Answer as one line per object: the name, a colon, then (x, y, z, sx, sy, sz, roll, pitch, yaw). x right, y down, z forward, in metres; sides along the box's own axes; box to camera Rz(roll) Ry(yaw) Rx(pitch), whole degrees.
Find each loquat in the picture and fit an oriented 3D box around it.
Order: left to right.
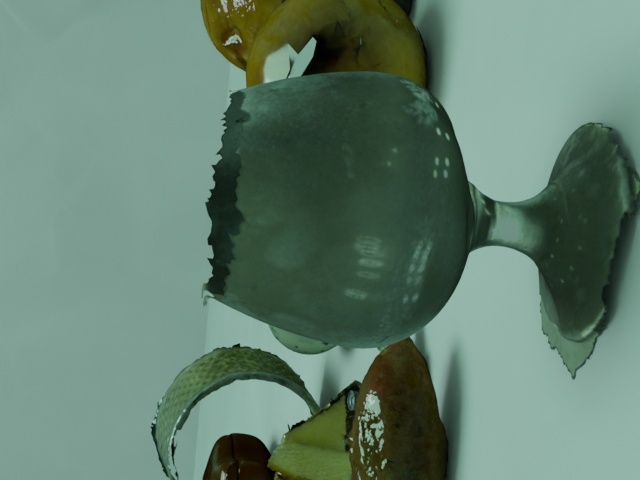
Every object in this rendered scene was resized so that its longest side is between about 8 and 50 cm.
loquat: (-0.045, -0.390, 2.014, 0.276, 0.276, 0.284, 110, 178, -51)
loquat: (0.023, -0.216, 1.645, 0.235, 0.235, 0.235, -174, 90, -79)

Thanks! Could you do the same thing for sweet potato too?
sweet potato: (0.087, 0.296, 1.395, 0.109, 0.109, 0.385, 146, 123, -76)

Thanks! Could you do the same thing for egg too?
egg: (-0.019, 0.108, 1.929, 0.164, 0.131, 0.131, 111, 162, -69)

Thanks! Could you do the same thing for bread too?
bread: (0.005, 0.276, 1.826, 0.147, 0.127, 0.152, 110, 179, -52)

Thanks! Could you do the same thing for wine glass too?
wine glass: (0.071, -0.018, 1.058, 0.238, 0.323, 0.238, -173, 90, -81)

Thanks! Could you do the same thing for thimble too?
thimble: (-0.123, 0.313, 2.011, 0.150, 0.271, 0.271, -143, 59, -73)

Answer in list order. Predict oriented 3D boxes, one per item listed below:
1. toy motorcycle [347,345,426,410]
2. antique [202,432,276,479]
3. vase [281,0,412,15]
toy motorcycle: (0.086, 0.191, 1.546, 0.106, 0.074, 0.190, -151, 67, -68)
antique: (-0.155, 0.474, 2.432, 0.278, 0.129, 0.223, 124, 149, -67)
vase: (0.030, -0.340, 1.764, 0.120, 0.183, 0.120, -175, 90, -78)
